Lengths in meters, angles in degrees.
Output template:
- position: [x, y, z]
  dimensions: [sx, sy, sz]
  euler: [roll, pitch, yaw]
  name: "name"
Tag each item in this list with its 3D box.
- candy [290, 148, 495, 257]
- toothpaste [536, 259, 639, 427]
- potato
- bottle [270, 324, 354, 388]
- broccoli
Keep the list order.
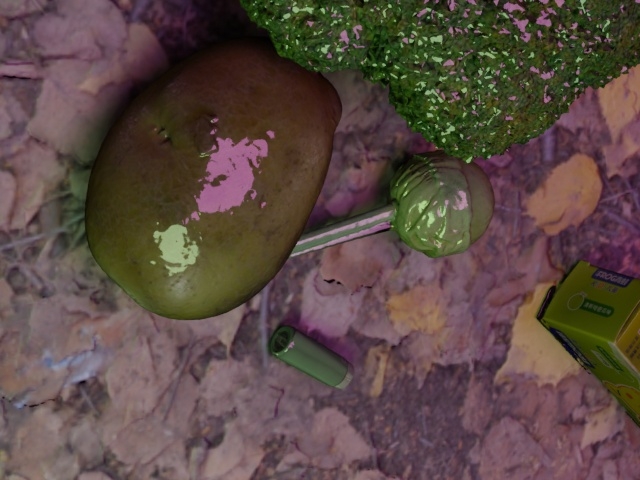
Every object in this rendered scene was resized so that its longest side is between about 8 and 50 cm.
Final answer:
- position: [0.000, 0.000, 1.463]
  dimensions: [0.335, 0.093, 0.092]
  euler: [-18, 68, -19]
  name: "candy"
- position: [0.354, 0.149, 1.694]
  dimensions: [0.327, 0.110, 0.077]
  euler: [45, 74, -32]
  name: "toothpaste"
- position: [-0.078, -0.058, 1.342]
  dimensions: [0.251, 0.159, 0.174]
  euler: [-52, 150, 0]
  name: "potato"
- position: [-0.006, 0.105, 1.499]
  dimensions: [0.083, 0.030, 0.030]
  euler: [32, 83, -35]
  name: "bottle"
- position: [0.118, -0.255, 1.321]
  dimensions: [0.413, 0.310, 0.321]
  euler: [-9, 136, -30]
  name: "broccoli"
